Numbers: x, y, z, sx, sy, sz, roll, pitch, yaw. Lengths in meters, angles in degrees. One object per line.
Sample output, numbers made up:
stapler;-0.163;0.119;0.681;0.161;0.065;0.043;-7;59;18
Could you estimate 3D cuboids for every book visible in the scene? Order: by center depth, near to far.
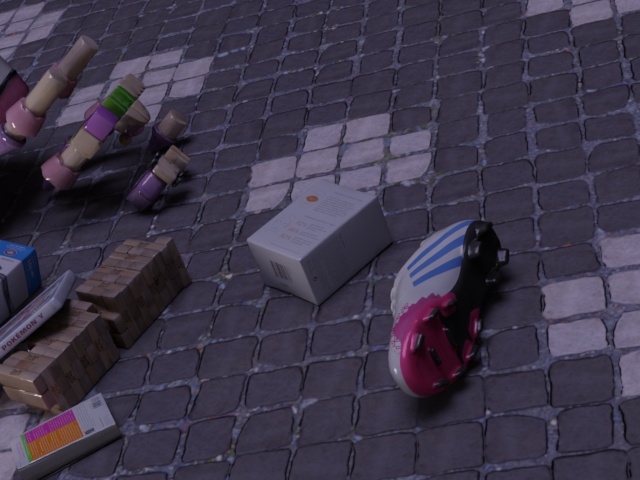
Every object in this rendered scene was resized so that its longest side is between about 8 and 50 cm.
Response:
book;-0.359;0.274;1.774;0.144;0.035;0.096;-27;30;-11

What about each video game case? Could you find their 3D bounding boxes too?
video game case;-0.457;0.129;1.937;0.183;0.023;0.201;-40;12;3

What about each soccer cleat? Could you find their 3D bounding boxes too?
soccer cleat;0.146;0.097;1.702;0.143;0.116;0.331;-16;27;38

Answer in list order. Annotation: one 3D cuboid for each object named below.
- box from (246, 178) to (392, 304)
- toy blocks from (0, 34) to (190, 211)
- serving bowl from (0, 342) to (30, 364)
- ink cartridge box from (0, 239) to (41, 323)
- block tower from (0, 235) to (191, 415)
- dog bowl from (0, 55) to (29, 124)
box;0.000;0.000;1.922;0.170;0.091;0.130;-39;36;-26
toy blocks;-0.431;-0.163;2.337;0.260;0.309;0.288;-46;12;21
serving bowl;-0.467;0.194;1.953;0.083;0.027;0.083;-15;33;10
ink cartridge box;-0.573;0.078;2.090;0.140;0.082;0.190;12;34;18
block tower;-0.340;0.126;1.926;0.097;0.091;0.335;9;42;37
dog bowl;-0.704;-0.189;2.388;0.408;0.150;0.408;-51;15;20
